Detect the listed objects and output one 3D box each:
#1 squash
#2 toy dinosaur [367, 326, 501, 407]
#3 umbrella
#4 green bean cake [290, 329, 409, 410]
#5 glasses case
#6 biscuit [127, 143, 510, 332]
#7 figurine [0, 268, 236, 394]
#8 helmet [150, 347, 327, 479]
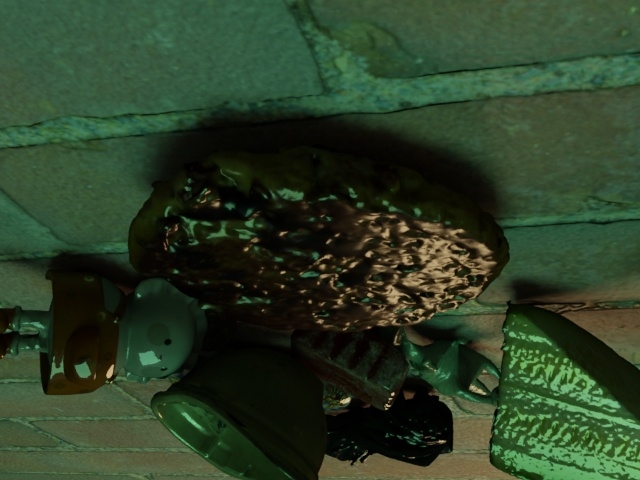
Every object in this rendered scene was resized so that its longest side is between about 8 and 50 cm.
[{"bbox_3d":[0.329,0.172,0.957,0.288,0.203,0.111,10,-159,19],"label":"squash"},{"bbox_3d":[0.204,0.177,1.115,0.383,0.076,0.129,37,168,-36],"label":"toy dinosaur"},{"bbox_3d":[0.062,0.280,1.352,0.118,0.118,0.340,20,156,-27],"label":"umbrella"},{"bbox_3d":[0.034,0.136,1.058,0.135,0.056,0.136,29,162,10],"label":"green bean cake"},{"bbox_3d":[-0.078,0.178,1.193,0.247,0.065,0.087,14,152,-15],"label":"glasses case"},{"bbox_3d":[-0.002,0.002,0.818,0.334,0.081,0.289,15,151,-27],"label":"biscuit"},{"bbox_3d":[-0.227,0.098,1.016,0.271,0.143,0.143,-7,164,-37],"label":"figurine"},{"bbox_3d":[-0.060,0.199,1.057,0.257,0.137,0.204,19,150,36],"label":"helmet"}]
